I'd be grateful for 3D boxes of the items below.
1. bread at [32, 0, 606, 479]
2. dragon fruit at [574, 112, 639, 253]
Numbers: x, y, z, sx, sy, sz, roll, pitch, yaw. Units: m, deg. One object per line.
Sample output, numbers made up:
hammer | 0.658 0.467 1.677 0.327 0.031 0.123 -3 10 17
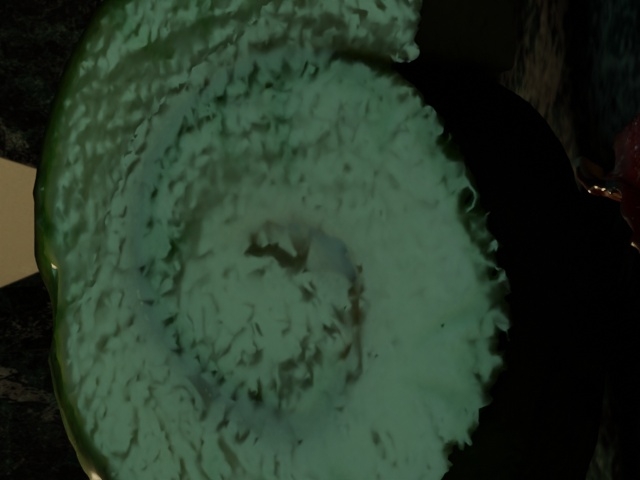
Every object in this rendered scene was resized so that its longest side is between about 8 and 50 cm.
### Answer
bread | 0.000 0.000 0.938 0.366 0.129 0.382 31 108 39
dragon fruit | 0.169 -0.023 0.547 0.147 0.096 0.102 -42 40 15
